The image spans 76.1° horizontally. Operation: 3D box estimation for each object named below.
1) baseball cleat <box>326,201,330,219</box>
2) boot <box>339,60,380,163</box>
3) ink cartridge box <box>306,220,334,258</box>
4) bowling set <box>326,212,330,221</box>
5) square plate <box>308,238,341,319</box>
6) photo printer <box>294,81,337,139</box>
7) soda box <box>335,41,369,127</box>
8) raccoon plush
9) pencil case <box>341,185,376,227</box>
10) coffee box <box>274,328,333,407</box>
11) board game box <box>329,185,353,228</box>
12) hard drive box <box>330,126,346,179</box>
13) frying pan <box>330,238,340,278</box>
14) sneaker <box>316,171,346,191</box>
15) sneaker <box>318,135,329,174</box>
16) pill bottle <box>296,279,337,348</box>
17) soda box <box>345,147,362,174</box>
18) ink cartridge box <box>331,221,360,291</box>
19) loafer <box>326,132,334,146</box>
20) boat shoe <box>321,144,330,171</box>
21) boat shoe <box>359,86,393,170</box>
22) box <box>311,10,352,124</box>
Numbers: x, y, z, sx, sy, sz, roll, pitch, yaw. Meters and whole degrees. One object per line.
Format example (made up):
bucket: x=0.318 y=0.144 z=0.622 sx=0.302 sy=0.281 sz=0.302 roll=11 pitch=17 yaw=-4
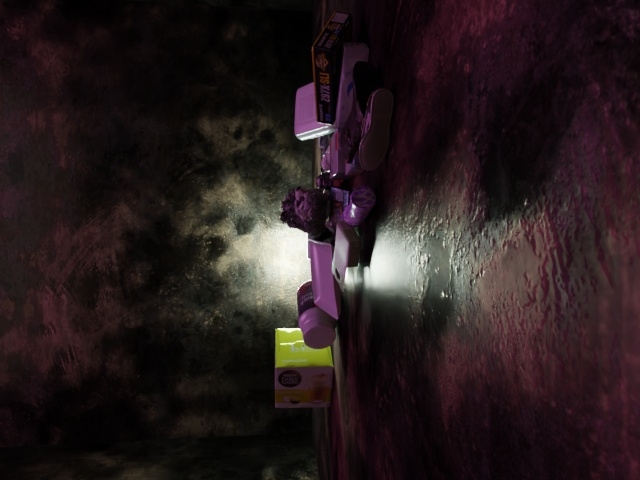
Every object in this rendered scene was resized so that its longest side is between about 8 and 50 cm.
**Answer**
baseball cleat: x=0.028 y=-0.203 z=2.319 sx=0.109 sy=0.072 sz=0.206 roll=-169 pitch=89 yaw=-84
boot: x=0.111 y=-0.411 z=1.320 sx=0.229 sy=0.091 sz=0.263 roll=126 pitch=148 yaw=-65
ink cartridge box: x=0.000 y=0.000 z=2.303 sx=0.093 sy=0.154 sz=0.213 roll=133 pitch=136 yaw=-85
bowling set: x=-0.039 y=-0.225 z=2.543 sx=0.287 sy=0.199 sz=0.154 roll=-108 pitch=20 yaw=-60
square plate: x=0.024 y=0.171 z=1.969 sx=0.344 sy=0.049 sz=0.348 roll=-167 pitch=70 yaw=-70
photo printer: x=0.007 y=-0.623 z=1.915 sx=0.307 sy=0.107 sz=0.256 roll=0 pitch=87 yaw=50
soda box: x=0.113 y=-0.566 z=1.506 sx=0.098 sy=0.091 sz=0.287 roll=-95 pitch=8 yaw=-54
raccoon plush: x=0.017 y=-0.118 z=1.993 sx=0.299 sy=0.446 sz=0.216 roll=10 pitch=75 yaw=52
pencil case: x=0.127 y=-0.115 z=1.393 sx=0.206 sy=0.088 sz=0.087 roll=112 pitch=155 yaw=-73
coffee box: x=-0.111 y=0.770 z=2.496 sx=0.338 sy=0.337 sz=0.335 roll=-100 pitch=12 yaw=-61
board game box: x=0.088 y=-0.136 z=1.787 sx=0.126 sy=0.026 sz=0.187 roll=24 pitch=118 yaw=48
hard drive box: x=0.096 y=-0.355 z=1.695 sx=0.232 sy=0.089 sz=0.181 roll=-171 pitch=81 yaw=-84
frying pan: x=0.093 y=0.051 z=1.873 sx=0.326 sy=0.053 sz=0.197 roll=111 pitch=152 yaw=-49
sneaker: x=0.049 y=-0.263 z=1.930 sx=0.276 sy=0.134 sz=0.098 roll=-109 pitch=21 yaw=-68
sneaker: x=0.046 y=-0.444 z=2.158 sx=0.269 sy=0.101 sz=0.153 roll=88 pitch=177 yaw=-50
pill bottle: x=-0.019 y=0.398 z=2.227 sx=0.363 sy=0.210 sz=0.211 roll=-100 pitch=12 yaw=-57
soda box: x=0.132 y=-0.283 z=1.486 sx=0.183 sy=0.058 sz=0.063 roll=152 pitch=118 yaw=-84
ink cartridge box: x=0.102 y=0.064 z=1.668 sx=0.171 sy=0.056 sz=0.235 roll=-118 pitch=27 yaw=-57
loafer: x=0.059 y=-0.544 z=2.018 sx=0.087 sy=0.094 sz=0.252 roll=121 pitch=148 yaw=-71
boat shoe: x=0.051 y=-0.374 z=1.947 sx=0.098 sy=0.096 sz=0.277 roll=45 pitch=179 yaw=3
boat shoe: x=0.157 y=-0.315 z=1.163 sx=0.069 sy=0.081 sz=0.228 roll=-95 pitch=14 yaw=-62
box: x=0.051 y=-0.654 z=1.577 sx=0.322 sy=0.079 sz=0.257 roll=85 pitch=-158 yaw=-55
